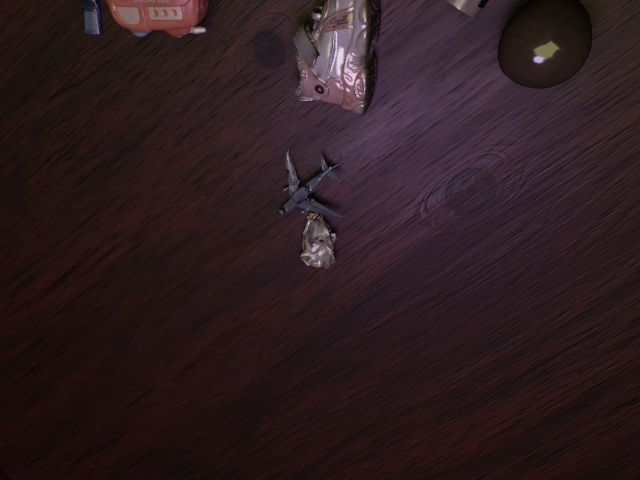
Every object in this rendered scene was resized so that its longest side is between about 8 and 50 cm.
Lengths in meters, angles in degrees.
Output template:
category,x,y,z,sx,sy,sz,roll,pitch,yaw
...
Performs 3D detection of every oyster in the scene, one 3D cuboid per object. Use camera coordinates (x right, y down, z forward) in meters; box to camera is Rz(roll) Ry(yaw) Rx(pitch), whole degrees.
category,x,y,z,sx,sy,sz,roll,pitch,yaw
oyster,0.001,0.002,2.093,0.108,0.053,0.165,21,126,29

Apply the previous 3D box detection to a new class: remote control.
category,x,y,z,sx,sy,sz,roll,pitch,yaw
remote control,-0.572,-0.591,1.957,0.043,0.027,0.152,3,115,3

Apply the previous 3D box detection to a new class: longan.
category,x,y,z,sx,sy,sz,roll,pitch,yaw
longan,0.502,-0.442,1.754,0.196,0.196,0.220,43,101,-9

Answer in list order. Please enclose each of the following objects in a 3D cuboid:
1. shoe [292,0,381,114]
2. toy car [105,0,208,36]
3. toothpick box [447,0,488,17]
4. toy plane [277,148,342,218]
category,x,y,z,sx,sy,sz,roll,pitch,yaw
shoe,0.031,-0.469,1.829,0.198,0.172,0.351,6,111,10
toy car,-0.389,-0.586,1.855,0.270,0.180,0.212,4,122,7
toothpick box,0.357,-0.603,1.753,0.111,0.111,0.180,32,115,-5
toy plane,-0.041,-0.126,2.044,0.226,0.058,0.226,-40,85,21
